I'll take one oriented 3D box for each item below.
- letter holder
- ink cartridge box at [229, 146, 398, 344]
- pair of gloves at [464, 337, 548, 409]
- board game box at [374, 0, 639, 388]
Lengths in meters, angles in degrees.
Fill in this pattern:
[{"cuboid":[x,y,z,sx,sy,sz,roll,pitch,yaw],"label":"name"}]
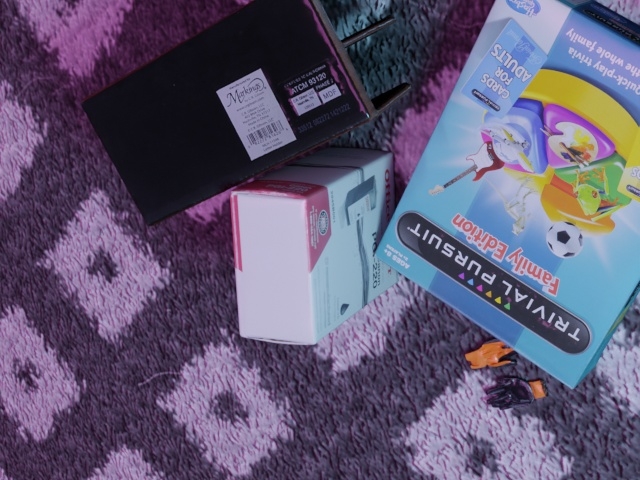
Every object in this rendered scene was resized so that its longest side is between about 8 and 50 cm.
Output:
[{"cuboid":[-0.056,-0.164,1.288,0.302,0.214,0.152,-23,99,33],"label":"letter holder"},{"cuboid":[0.000,0.000,1.295,0.092,0.218,0.158,5,108,25],"label":"ink cartridge box"},{"cuboid":[0.204,0.145,1.342,0.074,0.010,0.083,-23,95,33],"label":"pair of gloves"},{"cuboid":[0.232,-0.059,1.218,0.254,0.079,0.336,34,120,18],"label":"board game box"}]
